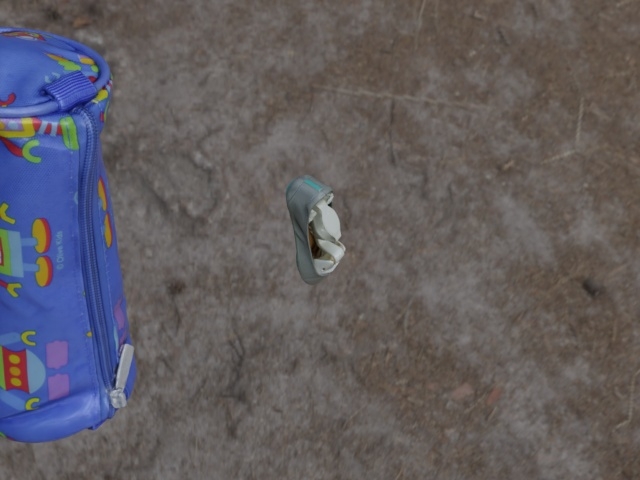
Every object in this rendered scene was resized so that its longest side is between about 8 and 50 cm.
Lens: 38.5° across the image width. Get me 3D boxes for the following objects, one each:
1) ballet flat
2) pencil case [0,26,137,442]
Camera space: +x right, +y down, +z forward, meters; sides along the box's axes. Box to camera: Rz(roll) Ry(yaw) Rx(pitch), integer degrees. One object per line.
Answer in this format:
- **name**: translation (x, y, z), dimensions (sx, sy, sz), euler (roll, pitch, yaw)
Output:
- **ballet flat**: translation (0.000, 0.000, 1.269), dimensions (0.068, 0.213, 0.072), euler (25, 57, 30)
- **pencil case**: translation (-0.196, 0.010, 0.644), dimensions (0.133, 0.306, 0.119), euler (17, 36, 19)
